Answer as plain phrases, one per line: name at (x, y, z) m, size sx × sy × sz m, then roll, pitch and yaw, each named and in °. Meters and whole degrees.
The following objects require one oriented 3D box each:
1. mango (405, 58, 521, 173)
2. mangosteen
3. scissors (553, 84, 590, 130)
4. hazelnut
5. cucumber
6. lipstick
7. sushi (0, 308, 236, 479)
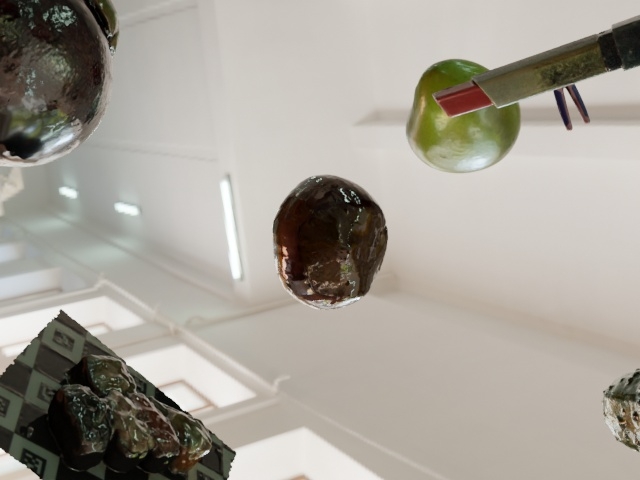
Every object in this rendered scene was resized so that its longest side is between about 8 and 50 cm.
mango at (0.235, -0.196, 1.417) m, size 0.273 × 0.185 × 0.149 m, roll 95°, pitch 4°, yaw -76°
mangosteen at (-0.383, -0.236, 1.045) m, size 0.300 × 0.300 × 0.300 m, roll 35°, pitch -49°, yaw 54°
scissors at (0.360, -0.219, 1.280) m, size 0.012 × 0.039 × 0.113 m, roll -126°, pitch -165°, yaw -87°
hazelnut at (0.000, 0.000, 1.521) m, size 0.218 × 0.218 × 0.234 m, roll 12°, pitch -95°, yaw 61°
cucumber at (0.435, 0.221, 1.140) m, size 0.244 × 0.134 × 0.134 m, roll 160°, pitch -83°, yaw -82°
lipstick at (0.273, -0.193, 0.966) m, size 0.312 × 0.051 × 0.051 m, roll -17°, pitch -74°, yaw 23°
sushi at (-0.242, 0.231, 1.124) m, size 0.339 × 0.069 × 0.320 m, roll 41°, pitch 16°, yaw -7°
